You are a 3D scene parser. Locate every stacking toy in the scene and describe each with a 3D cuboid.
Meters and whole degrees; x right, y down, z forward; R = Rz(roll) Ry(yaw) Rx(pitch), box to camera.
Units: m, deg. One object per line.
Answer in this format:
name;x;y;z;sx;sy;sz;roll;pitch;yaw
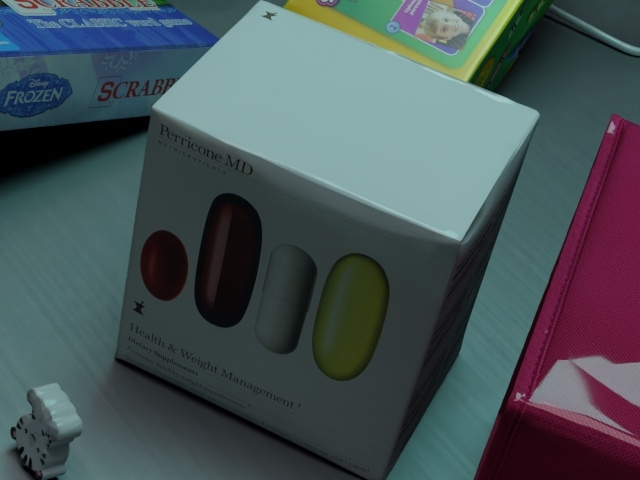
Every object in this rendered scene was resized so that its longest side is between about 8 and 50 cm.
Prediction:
stacking toy;-0.169;0.175;0.751;0.167;0.052;0.221;-10;50;-41

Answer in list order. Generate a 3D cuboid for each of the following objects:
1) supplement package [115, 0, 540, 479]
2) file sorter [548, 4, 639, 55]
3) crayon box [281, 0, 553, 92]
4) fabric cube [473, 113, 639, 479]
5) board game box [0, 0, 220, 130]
supplement package;0.000;0.000;0.898;0.194;0.203;0.149;23;40;12
file sorter;0.301;-0.341;1.328;0.173;0.277;0.193;30;42;16
crayon box;0.113;-0.236;1.205;0.165;0.081;0.278;30;73;17
fabric cube;0.216;0.131;0.765;0.258;0.259;0.254;21;41;9
board game box;-0.285;-0.190;1.073;0.318;0.066;0.319;37;27;24
